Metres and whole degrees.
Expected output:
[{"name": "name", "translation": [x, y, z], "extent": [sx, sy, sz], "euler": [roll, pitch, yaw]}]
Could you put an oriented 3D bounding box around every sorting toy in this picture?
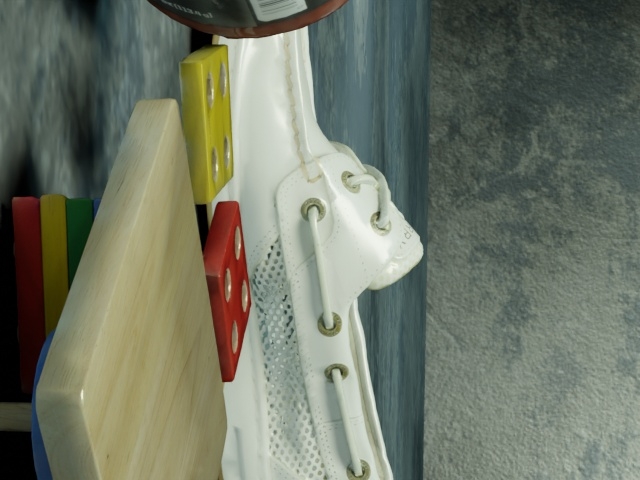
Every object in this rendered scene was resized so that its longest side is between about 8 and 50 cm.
[{"name": "sorting toy", "translation": [-0.064, 0.044, 0.495], "extent": [0.274, 0.046, 0.132], "euler": [-80, 167, -52]}]

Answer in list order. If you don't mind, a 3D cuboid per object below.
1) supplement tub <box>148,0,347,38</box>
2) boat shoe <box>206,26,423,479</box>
[{"name": "supplement tub", "translation": [-0.035, -0.140, 0.503], "extent": [0.198, 0.106, 0.106], "euler": [63, 28, -73]}, {"name": "boat shoe", "translation": [0.000, 0.000, 0.798], "extent": [0.098, 0.096, 0.277], "euler": [-63, 152, -73]}]
